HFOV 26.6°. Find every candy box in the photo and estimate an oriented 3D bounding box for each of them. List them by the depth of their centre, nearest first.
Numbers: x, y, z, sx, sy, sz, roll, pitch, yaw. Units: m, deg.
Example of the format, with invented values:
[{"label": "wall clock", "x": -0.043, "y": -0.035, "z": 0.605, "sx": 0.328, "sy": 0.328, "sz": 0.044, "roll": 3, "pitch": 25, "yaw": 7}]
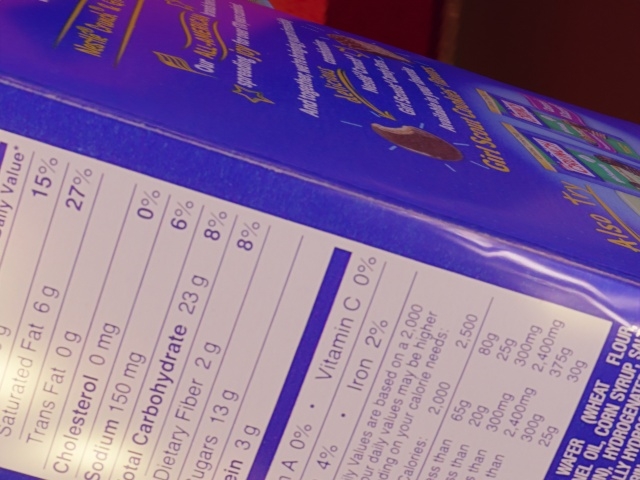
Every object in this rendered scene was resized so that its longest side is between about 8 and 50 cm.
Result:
[{"label": "candy box", "x": 0.000, "y": 0.000, "z": 0.463, "sx": 0.317, "sy": 0.268, "sz": 0.122, "roll": 18, "pitch": 106, "yaw": -9}]

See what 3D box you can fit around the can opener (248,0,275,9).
[{"label": "can opener", "x": -0.083, "y": -0.203, "z": 1.254, "sx": 0.093, "sy": 0.074, "sz": 0.280, "roll": -43, "pitch": 78, "yaw": 5}]
